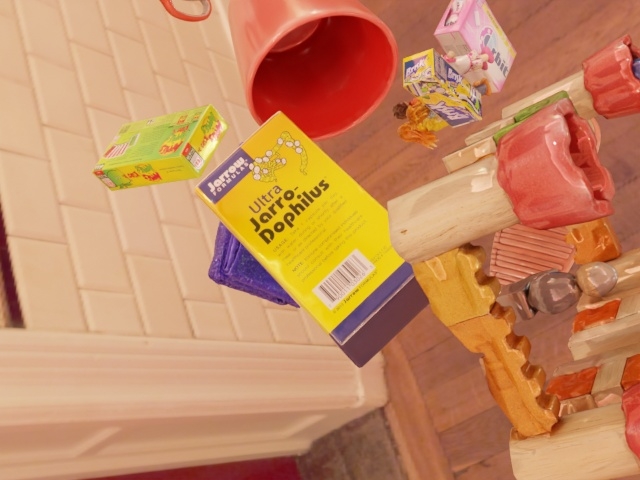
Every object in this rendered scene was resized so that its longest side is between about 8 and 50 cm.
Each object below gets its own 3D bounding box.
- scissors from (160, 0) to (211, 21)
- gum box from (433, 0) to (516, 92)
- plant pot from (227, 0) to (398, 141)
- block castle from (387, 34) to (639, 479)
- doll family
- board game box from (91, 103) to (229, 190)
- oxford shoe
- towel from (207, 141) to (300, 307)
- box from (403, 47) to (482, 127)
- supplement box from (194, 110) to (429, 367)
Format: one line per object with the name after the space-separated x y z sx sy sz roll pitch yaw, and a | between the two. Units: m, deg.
-0.283 -0.407 1.252 0.021 0.297 0.109 -3 96 36 | scissors
0.307 -0.392 1.571 0.062 0.188 0.107 3 59 45 | gum box
-0.036 -0.350 1.392 0.275 0.275 0.243 -46 50 23 | plant pot
0.273 -0.006 0.721 0.213 0.453 0.303 -23 97 32 | block castle
0.223 -0.248 1.470 0.263 0.163 0.118 127 121 -73 | doll family
-0.215 -0.121 1.057 0.181 0.043 0.092 -4 50 39 | board game box
0.399 -0.033 1.395 0.140 0.146 0.397 21 71 18 | oxford shoe
-0.098 -0.034 1.656 0.076 0.227 0.308 -14 60 58 | towel
0.204 -0.248 1.310 0.059 0.169 0.054 -13 65 35 | box
0.000 0.000 1.282 0.195 0.194 0.356 -43 69 -5 | supplement box
